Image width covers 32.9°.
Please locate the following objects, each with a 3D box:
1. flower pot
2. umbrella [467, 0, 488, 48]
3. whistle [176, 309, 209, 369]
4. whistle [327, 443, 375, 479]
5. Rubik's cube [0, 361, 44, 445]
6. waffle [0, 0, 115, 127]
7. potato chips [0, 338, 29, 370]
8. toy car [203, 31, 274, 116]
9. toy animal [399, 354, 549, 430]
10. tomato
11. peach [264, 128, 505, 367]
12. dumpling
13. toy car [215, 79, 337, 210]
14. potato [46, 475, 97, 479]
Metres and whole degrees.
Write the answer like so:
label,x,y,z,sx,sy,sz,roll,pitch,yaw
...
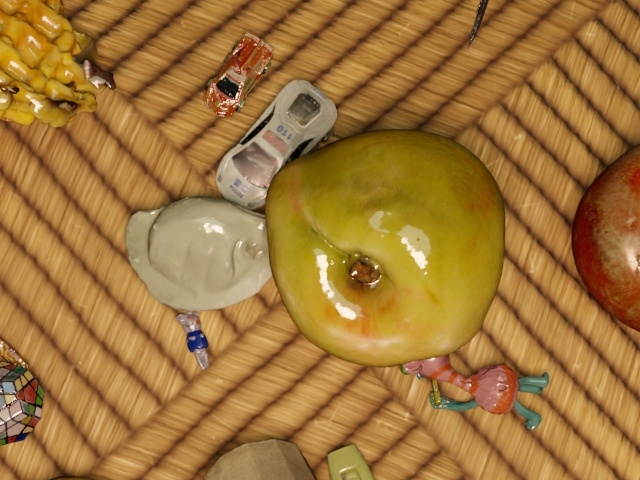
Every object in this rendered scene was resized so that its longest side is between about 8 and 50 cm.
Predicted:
label,x,y,z,sx,sy,sz,roll,pitch,yaw
flower pot,-0.057,0.373,1.343,0.212,0.212,0.202,-23,44,-8
umbrella,0.241,-0.348,1.585,0.022,0.022,0.148,17,87,-26
whistle,-0.170,0.135,1.467,0.033,0.029,0.083,-15,79,-26
whistle,0.078,0.410,1.394,0.141,0.141,0.294,-22,83,-8
Rubik's cube,-0.413,0.212,1.403,0.111,0.111,0.093,-37,61,-9
waffle,-0.455,-0.289,1.349,0.095,0.380,0.382,-44,63,26
potato chips,-0.469,0.114,1.449,0.204,0.026,0.037,35,83,0
toy car,-0.117,-0.231,1.526,0.059,0.035,0.122,34,78,-3
toy animal,0.205,0.194,1.471,0.208,0.100,0.103,18,119,-5
tomato,0.472,0.004,1.448,0.270,0.222,0.270,-4,69,11
peach,0.092,0.000,1.365,0.281,0.316,0.314,-34,81,33
dumpling,-0.154,0.007,1.463,0.219,0.108,0.152,5,125,10
toy car,-0.062,-0.131,1.506,0.095,0.056,0.205,40,80,1
potato,-0.296,0.423,1.341,0.229,0.229,0.266,-17,68,-7
